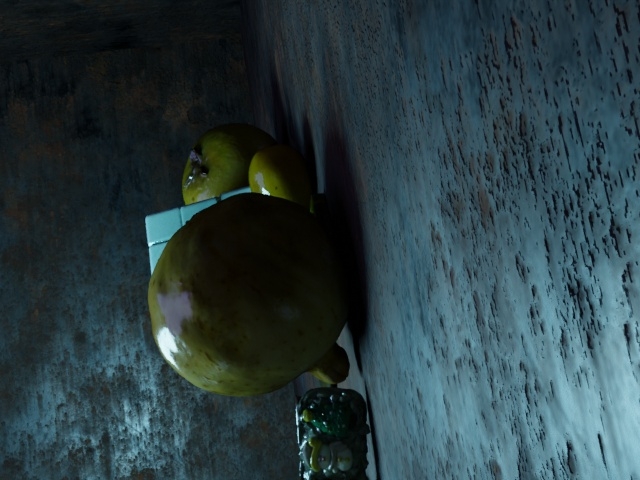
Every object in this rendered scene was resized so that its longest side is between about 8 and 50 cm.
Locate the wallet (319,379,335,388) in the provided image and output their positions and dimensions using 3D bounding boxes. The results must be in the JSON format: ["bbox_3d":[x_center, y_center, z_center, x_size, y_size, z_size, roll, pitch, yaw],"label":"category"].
[{"bbox_3d":[0.015,0.297,1.821,0.110,0.031,0.198,-105,10,-50],"label":"wallet"}]

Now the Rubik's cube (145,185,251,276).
[{"bbox_3d":[-0.215,0.078,1.925,0.319,0.315,0.322,32,-135,-68],"label":"Rubik's cube"}]

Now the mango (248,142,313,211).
[{"bbox_3d":[-0.084,-0.110,1.721,0.255,0.139,0.176,80,-176,-52],"label":"mango"}]

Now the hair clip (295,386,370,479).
[{"bbox_3d":[0.019,0.429,1.365,0.091,0.138,0.322,-50,-41,-75],"label":"hair clip"}]

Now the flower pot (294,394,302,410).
[{"bbox_3d":[-0.019,0.462,2.047,0.111,0.089,0.111,173,90,-84],"label":"flower pot"}]

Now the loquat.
[{"bbox_3d":[-0.226,-0.175,2.234,0.328,0.359,0.329,-23,57,43],"label":"loquat"}]

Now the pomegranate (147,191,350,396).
[{"bbox_3d":[-0.106,0.117,1.395,0.410,0.409,0.411,172,90,-83],"label":"pomegranate"}]

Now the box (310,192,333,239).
[{"bbox_3d":[0.000,0.000,1.597,0.193,0.030,0.122,97,163,-64],"label":"box"}]
